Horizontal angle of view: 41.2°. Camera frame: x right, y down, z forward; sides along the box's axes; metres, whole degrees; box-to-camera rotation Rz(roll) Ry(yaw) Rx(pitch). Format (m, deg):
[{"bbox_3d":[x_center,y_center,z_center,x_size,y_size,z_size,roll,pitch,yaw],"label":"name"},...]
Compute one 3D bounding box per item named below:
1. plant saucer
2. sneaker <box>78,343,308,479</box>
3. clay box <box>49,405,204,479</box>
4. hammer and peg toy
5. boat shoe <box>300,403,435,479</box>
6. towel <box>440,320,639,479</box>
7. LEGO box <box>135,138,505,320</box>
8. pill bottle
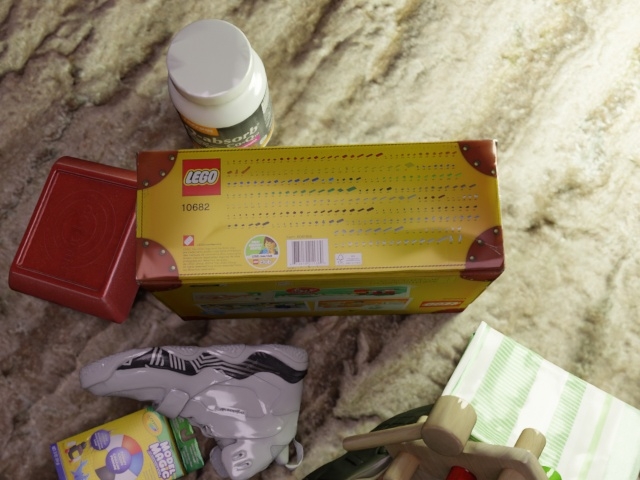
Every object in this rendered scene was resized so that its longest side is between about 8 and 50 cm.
[{"bbox_3d":[-0.400,-0.015,1.443,0.259,0.048,0.258,14,78,23],"label":"plant saucer"},{"bbox_3d":[-0.191,0.274,1.343,0.366,0.137,0.210,0,78,-18],"label":"sneaker"},{"bbox_3d":[-0.316,0.355,1.397,0.222,0.053,0.127,-22,77,-3],"label":"clay box"},{"bbox_3d":[0.211,0.335,1.210,0.127,0.266,0.361,-51,119,-34],"label":"hammer and peg toy"},{"bbox_3d":[0.108,0.377,1.364,0.324,0.122,0.120,-29,101,-12],"label":"boat shoe"},{"bbox_3d":[0.357,0.285,1.351,0.325,0.038,0.248,29,46,10],"label":"towel"},{"bbox_3d":[0.000,0.000,1.311,0.500,0.372,0.193,-2,77,0],"label":"LEGO box"},{"bbox_3d":[-0.165,-0.243,1.415,0.162,0.278,0.162,0,77,2],"label":"pill bottle"}]
